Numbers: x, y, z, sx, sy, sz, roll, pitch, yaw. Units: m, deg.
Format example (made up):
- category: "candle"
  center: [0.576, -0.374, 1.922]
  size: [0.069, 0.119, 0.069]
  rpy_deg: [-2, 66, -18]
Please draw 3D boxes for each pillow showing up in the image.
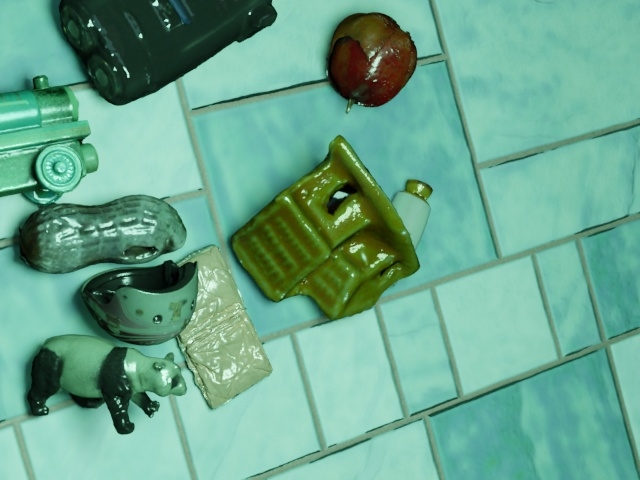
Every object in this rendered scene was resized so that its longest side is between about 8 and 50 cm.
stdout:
- category: "pillow"
  center: [-0.162, 0.130, 2.004]
  size: [0.126, 0.043, 0.233]
  rpy_deg: [-26, 100, -23]

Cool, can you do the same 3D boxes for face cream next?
- category: "face cream"
  center: [0.133, -0.013, 2.175]
  size: [0.072, 0.051, 0.182]
  rpy_deg: [29, 72, -22]

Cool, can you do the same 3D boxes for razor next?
- category: "razor"
  center: [-0.223, -0.342, 1.982]
  size: [0.326, 0.107, 0.189]
  rpy_deg: [-32, 99, -29]

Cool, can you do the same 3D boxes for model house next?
- category: "model house"
  center: [0.007, 0.008, 2.033]
  size: [0.239, 0.173, 0.268]
  rpy_deg: [-38, 101, -9]

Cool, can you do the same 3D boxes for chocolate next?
- category: "chocolate"
  center: [-0.313, -0.011, 1.900]
  size: [0.248, 0.110, 0.110]
  rpy_deg: [-5, 87, -30]

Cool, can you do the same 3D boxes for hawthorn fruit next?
- category: "hawthorn fruit"
  center: [0.075, -0.282, 2.127]
  size: [0.148, 0.148, 0.172]
  rpy_deg: [29, 88, -23]

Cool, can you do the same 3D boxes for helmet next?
- category: "helmet"
  center: [-0.251, 0.095, 1.887]
  size: [0.153, 0.177, 0.107]
  rpy_deg: [-24, 105, -39]

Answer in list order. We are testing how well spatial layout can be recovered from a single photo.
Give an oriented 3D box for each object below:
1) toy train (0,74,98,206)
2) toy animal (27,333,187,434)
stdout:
- category: "toy train"
  center: [-0.462, -0.132, 1.825]
  size: [0.298, 0.120, 0.194]
  rpy_deg: [-13, 86, -29]
- category: "toy animal"
  center: [-0.297, 0.195, 1.848]
  size: [0.094, 0.225, 0.121]
  rpy_deg: [-36, 132, -65]
